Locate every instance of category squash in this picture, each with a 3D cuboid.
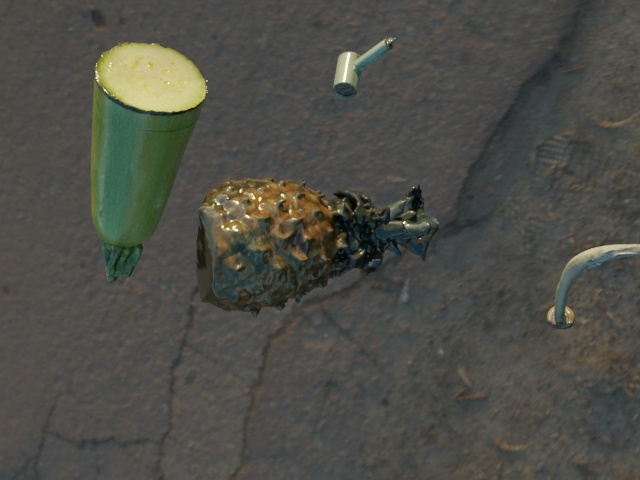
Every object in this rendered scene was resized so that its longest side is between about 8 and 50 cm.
[{"bbox_3d":[-0.163,-0.052,0.903,0.094,0.094,0.224,35,129,21],"label":"squash"}]

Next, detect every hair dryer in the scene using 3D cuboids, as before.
[{"bbox_3d":[0.067,-0.251,1.459,0.124,0.038,0.063,-27,43,46],"label":"hair dryer"}]

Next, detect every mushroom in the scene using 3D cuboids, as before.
[{"bbox_3d":[0.387,0.054,1.495,0.068,0.043,0.306,7,151,-7],"label":"mushroom"}]

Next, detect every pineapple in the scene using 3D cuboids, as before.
[{"bbox_3d":[0.000,0.000,0.814,0.108,0.197,0.108,175,90,-71],"label":"pineapple"}]
